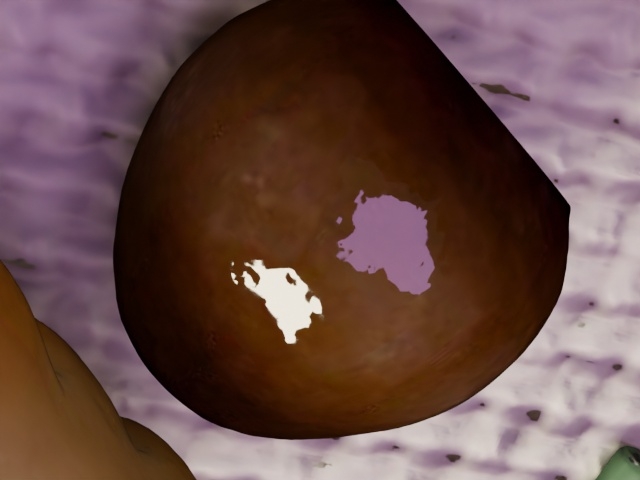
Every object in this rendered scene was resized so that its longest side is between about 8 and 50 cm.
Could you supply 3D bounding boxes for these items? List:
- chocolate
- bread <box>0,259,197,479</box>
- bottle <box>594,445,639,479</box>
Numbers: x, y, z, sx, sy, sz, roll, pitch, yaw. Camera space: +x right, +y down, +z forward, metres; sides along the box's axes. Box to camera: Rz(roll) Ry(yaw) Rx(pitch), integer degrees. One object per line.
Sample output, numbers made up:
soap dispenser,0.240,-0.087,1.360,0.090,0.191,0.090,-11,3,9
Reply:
chocolate,0.000,0.000,0.632,0.177,0.177,0.176,-8,118,-15
bread,-0.204,0.132,0.610,0.316,0.211,0.270,-45,113,-2
bottle,0.132,0.138,0.818,0.030,0.030,0.083,27,106,-28
